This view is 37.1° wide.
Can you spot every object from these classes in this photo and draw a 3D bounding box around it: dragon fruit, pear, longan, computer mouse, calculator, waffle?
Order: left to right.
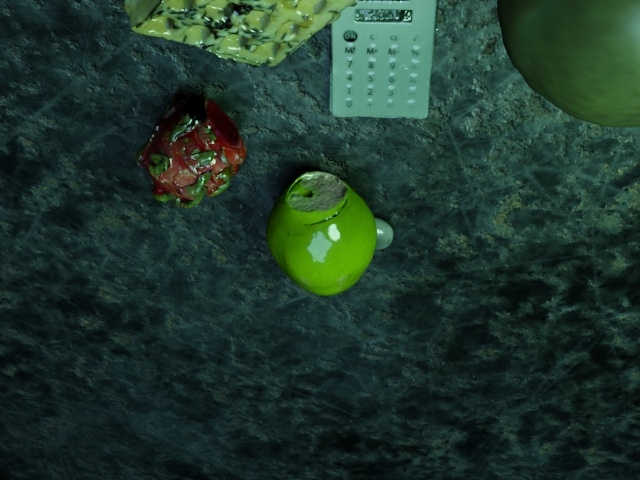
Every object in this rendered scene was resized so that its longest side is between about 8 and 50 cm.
[{"bbox_3d":[-0.214,-0.138,1.518,0.172,0.166,0.160,-35,162,21],"label":"dragon fruit"},{"bbox_3d":[-0.061,-0.361,1.189,0.261,0.114,0.376,5,158,-39],"label":"waffle"},{"bbox_3d":[0.000,0.000,1.609,0.187,0.187,0.220,3,138,4],"label":"pear"},{"bbox_3d":[0.081,-0.011,1.688,0.096,0.039,0.066,10,135,-3],"label":"computer mouse"},{"bbox_3d":[0.092,-0.290,1.416,0.161,0.021,0.262,2,136,4],"label":"calculator"},{"bbox_3d":[0.391,-0.291,1.151,0.361,0.361,0.361,3,136,3],"label":"longan"}]
